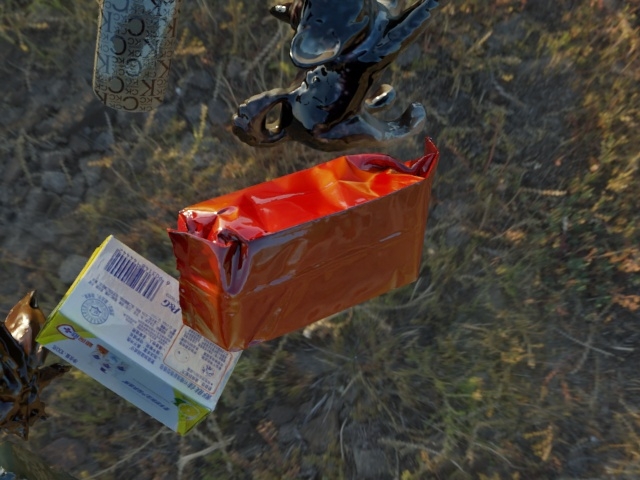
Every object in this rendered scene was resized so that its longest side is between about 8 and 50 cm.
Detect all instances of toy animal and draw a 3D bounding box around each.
[{"bbox_3d":[0.016,-0.280,1.406,0.303,0.344,0.194,-9,43,-17],"label":"toy animal"}]

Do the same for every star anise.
[{"bbox_3d":[-0.513,0.216,1.373,0.148,0.237,0.346,15,56,43],"label":"star anise"}]

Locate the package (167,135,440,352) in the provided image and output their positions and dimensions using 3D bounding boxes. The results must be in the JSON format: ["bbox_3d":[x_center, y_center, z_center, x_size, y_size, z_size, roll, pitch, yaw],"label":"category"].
[{"bbox_3d":[-0.001,0.000,1.295,0.424,0.195,0.123,-19,43,-24],"label":"package"}]

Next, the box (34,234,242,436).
[{"bbox_3d":[-0.254,0.139,1.353,0.265,0.097,0.168,35,45,-12],"label":"box"}]

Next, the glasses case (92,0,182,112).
[{"bbox_3d":[-0.318,-0.381,1.619,0.137,0.085,0.354,8,128,-13],"label":"glasses case"}]

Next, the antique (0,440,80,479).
[{"bbox_3d":[-0.391,0.391,1.282,0.125,0.150,0.284,-41,126,-2],"label":"antique"}]
